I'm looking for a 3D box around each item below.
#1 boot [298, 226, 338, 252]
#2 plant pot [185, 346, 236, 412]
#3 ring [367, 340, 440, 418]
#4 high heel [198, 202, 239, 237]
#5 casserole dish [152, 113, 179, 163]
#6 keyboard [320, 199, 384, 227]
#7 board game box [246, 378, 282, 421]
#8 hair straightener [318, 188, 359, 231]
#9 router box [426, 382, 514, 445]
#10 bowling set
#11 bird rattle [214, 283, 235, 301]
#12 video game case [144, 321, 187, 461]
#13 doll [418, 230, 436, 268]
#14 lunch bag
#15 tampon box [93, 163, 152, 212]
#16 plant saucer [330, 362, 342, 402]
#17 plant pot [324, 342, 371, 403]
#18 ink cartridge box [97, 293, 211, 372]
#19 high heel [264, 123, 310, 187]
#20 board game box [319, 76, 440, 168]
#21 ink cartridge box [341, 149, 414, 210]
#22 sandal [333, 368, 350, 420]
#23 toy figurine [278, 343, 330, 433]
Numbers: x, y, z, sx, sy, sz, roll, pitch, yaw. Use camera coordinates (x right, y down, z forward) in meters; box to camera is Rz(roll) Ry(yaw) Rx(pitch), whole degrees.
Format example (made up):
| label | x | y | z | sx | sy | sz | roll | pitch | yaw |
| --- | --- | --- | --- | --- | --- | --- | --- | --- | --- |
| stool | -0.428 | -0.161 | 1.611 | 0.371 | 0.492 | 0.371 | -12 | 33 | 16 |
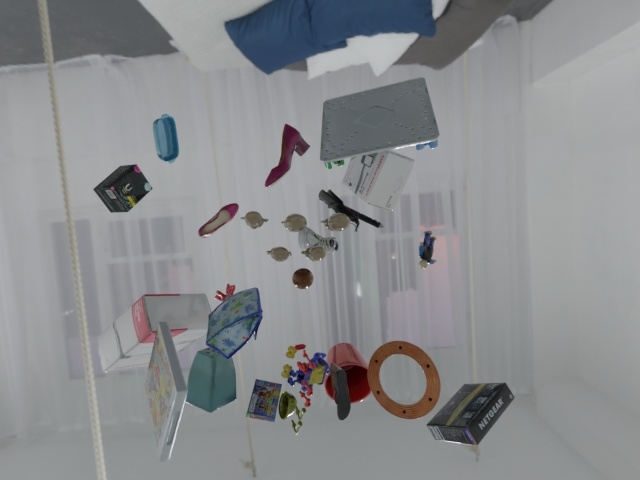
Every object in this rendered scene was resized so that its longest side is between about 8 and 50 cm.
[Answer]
| label | x | y | z | sx | sy | sz | roll | pitch | yaw |
| --- | --- | --- | --- | --- | --- | --- | --- | --- | --- |
| boot | 0.000 | 0.000 | 1.621 | 0.124 | 0.095 | 0.258 | 2 | 174 | 14 |
| plant pot | -0.488 | 0.608 | 1.858 | 0.166 | 0.233 | 0.166 | 8 | -172 | 31 |
| ring | 0.363 | 0.607 | 1.811 | 0.337 | 0.335 | 0.032 | -1 | 178 | 33 |
| high heel | -0.513 | -0.102 | 2.080 | 0.244 | 0.082 | 0.117 | -33 | -165 | -2 |
| casserole dish | -0.599 | -0.392 | 1.591 | 0.037 | 0.188 | 0.114 | 8 | -153 | 16 |
| keyboard | 0.136 | -0.136 | 1.898 | 0.318 | 0.033 | 0.202 | 27 | -170 | 18 |
| board game box | -0.268 | 0.764 | 1.979 | 0.137 | 0.035 | 0.201 | 12 | -151 | -1 |
| hair straightener | 0.061 | -0.110 | 1.523 | 0.089 | 0.047 | 0.230 | -6 | -133 | -43 |
| router box | 0.642 | 0.732 | 1.768 | 0.309 | 0.080 | 0.243 | -29 | 177 | -33 |
| bowling set | -0.069 | 0.021 | 1.078 | 0.288 | 0.199 | 0.154 | 5 | 179 | -8 |
| bird rattle | -0.376 | 0.311 | 1.783 | 0.143 | 0.253 | 0.207 | -2 | 173 | -21 |
| video game case | -0.357 | 0.336 | 0.937 | 0.026 | 0.206 | 0.227 | 5 | -155 | -33 |
| doll | 0.448 | 0.047 | 1.726 | 0.046 | 0.129 | 0.188 | -19 | -150 | 39 |
| lunch bag | -0.207 | 0.200 | 1.047 | 0.151 | 0.096 | 0.128 | -43 | -153 | 9 |
| tampon box | -0.768 | -0.203 | 1.613 | 0.102 | 0.120 | 0.160 | 1 | -137 | 27 |
| plant saucer | 0.081 | 0.599 | 1.689 | 0.036 | 0.198 | 0.198 | -8 | -175 | -11 |
| plant pot | 0.143 | 0.714 | 2.285 | 0.276 | 0.274 | 0.243 | -4 | -158 | -4 |
| ink cartridge box | -0.479 | 0.266 | 1.195 | 0.283 | 0.117 | 0.207 | -36 | 155 | 29 |
| high heel | -0.220 | -0.442 | 2.162 | 0.377 | 0.181 | 0.127 | -55 | -165 | -31 |
| board game box | 0.198 | -0.421 | 1.468 | 0.391 | 0.050 | 0.389 | -9 | -132 | 13 |
| ink cartridge box | 0.205 | -0.252 | 1.535 | 0.115 | 0.198 | 0.273 | 14 | -163 | -24 |
| sandal | 0.075 | 0.577 | 1.547 | 0.040 | 0.179 | 0.067 | -22 | 153 | 40 |
| toy figurine | -0.031 | 0.610 | 1.769 | 0.218 | 0.361 | 0.191 | -1 | -160 | -42 |
